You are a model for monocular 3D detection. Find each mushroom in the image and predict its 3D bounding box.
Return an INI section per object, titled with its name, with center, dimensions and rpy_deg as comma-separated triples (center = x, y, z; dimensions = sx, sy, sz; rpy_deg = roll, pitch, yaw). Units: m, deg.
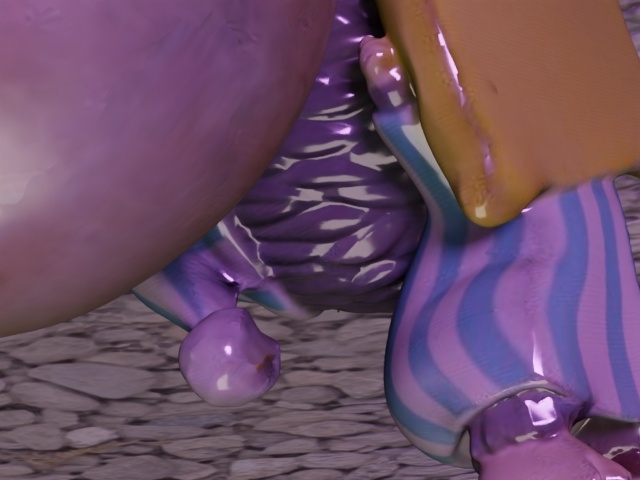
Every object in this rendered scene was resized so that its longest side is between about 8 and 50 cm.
[mushroom]
center = -0.174, -0.137, 0.606
dimensions = 0.362, 0.362, 0.294
rpy_deg = 5, -171, -12

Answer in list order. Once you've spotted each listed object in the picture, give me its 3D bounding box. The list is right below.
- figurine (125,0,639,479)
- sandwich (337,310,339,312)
[figurine]
center = 0.000, 0.000, 0.799
dimensions = 0.378, 0.361, 0.266
rpy_deg = -22, 157, 37
[sandwich]
center = 0.050, -0.054, 0.934
dimensions = 0.235, 0.159, 0.079
rpy_deg = -32, 170, 3
